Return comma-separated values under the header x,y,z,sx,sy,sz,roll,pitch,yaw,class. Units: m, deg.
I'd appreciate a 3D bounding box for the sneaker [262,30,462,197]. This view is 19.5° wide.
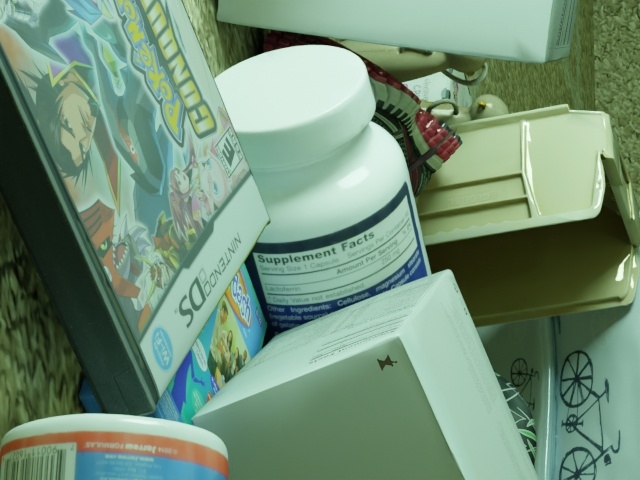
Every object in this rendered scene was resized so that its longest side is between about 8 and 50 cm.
x,y,z,sx,sy,sz,roll,pitch,yaw,class
0.031,-0.094,1.619,0.112,0.121,0.299,-56,149,0,sneaker

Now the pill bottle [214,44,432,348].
x,y,z,sx,sy,sz,roll,pitch,yaw,class
0.000,0.000,1.378,0.153,0.153,0.264,-72,153,-56,pill bottle

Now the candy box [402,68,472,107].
x,y,z,sx,sy,sz,roll,pitch,yaw,class
0.133,-0.090,2.061,0.159,0.071,0.233,-79,159,-44,candy box

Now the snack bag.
x,y,z,sx,sy,sz,roll,pitch,yaw,class
0.250,0.157,2.020,0.037,0.342,0.323,16,66,-33,snack bag

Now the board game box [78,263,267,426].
x,y,z,sx,sy,sz,roll,pitch,yaw,class
-0.091,0.076,1.217,0.210,0.047,0.160,-79,157,-47,board game box

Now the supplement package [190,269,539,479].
x,y,z,sx,sy,sz,roll,pitch,yaw,class
0.042,0.149,1.224,0.194,0.149,0.203,66,16,-4,supplement package

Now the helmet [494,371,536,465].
x,y,z,sx,sy,sz,roll,pitch,yaw,class
0.125,0.193,1.759,0.169,0.162,0.169,-5,90,-75,helmet

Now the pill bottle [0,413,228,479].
x,y,z,sx,sy,sz,roll,pitch,yaw,class
-0.110,0.209,0.953,0.124,0.124,0.221,49,39,-65,pill bottle

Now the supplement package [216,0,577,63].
x,y,z,sx,sy,sz,roll,pitch,yaw,class
0.072,-0.255,1.451,0.145,0.262,0.204,-24,122,-73,supplement package

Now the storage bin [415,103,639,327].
x,y,z,sx,sy,sz,roll,pitch,yaw,class
0.180,-0.014,1.856,0.262,0.260,0.123,51,32,-64,storage bin

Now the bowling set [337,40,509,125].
x,y,z,sx,sy,sz,roll,pitch,yaw,class
0.083,-0.229,1.762,0.287,0.154,0.199,55,33,-62,bowling set

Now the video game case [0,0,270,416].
x,y,z,sx,sy,sz,roll,pitch,yaw,class
-0.121,-0.073,1.082,0.248,0.035,0.274,-61,134,-60,video game case
